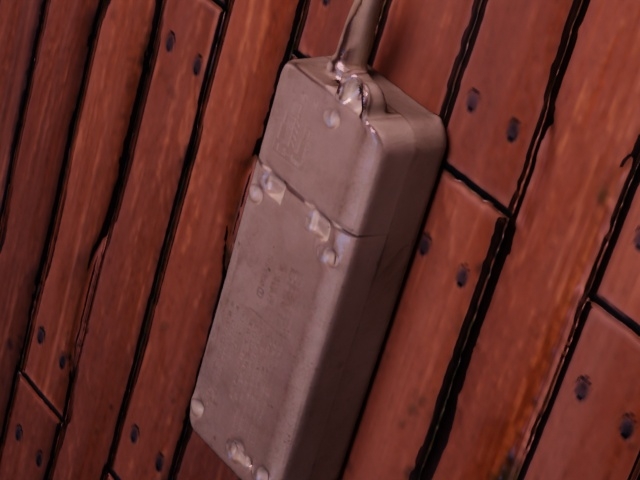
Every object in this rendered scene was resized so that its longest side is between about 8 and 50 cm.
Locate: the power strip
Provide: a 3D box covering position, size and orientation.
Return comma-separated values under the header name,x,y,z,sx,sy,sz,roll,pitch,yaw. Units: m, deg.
name,x,y,z,sx,sy,sz,roll,pitch,yaw
power strip,0.000,0.000,0.960,0.093,0.053,0.288,42,126,41
